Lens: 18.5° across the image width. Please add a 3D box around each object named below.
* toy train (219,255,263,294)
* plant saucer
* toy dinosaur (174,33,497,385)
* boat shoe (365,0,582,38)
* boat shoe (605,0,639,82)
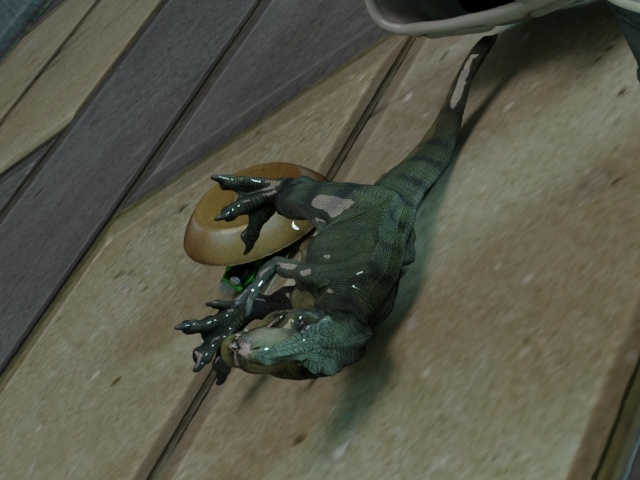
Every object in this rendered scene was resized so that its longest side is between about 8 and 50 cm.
[{"bbox_3d":[-0.034,-0.001,1.028,0.024,0.017,0.083,-45,12,41],"label":"toy train"},{"bbox_3d":[-0.035,-0.018,1.013,0.083,0.015,0.083,-17,31,11],"label":"plant saucer"},{"bbox_3d":[0.000,0.000,0.864,0.118,0.064,0.268,-18,25,31],"label":"toy dinosaur"},{"bbox_3d":[0.097,-0.147,0.868,0.088,0.096,0.267,-25,6,-23],"label":"boat shoe"},{"bbox_3d":[0.169,-0.081,0.561,0.116,0.099,0.319,-47,16,-9],"label":"boat shoe"}]
